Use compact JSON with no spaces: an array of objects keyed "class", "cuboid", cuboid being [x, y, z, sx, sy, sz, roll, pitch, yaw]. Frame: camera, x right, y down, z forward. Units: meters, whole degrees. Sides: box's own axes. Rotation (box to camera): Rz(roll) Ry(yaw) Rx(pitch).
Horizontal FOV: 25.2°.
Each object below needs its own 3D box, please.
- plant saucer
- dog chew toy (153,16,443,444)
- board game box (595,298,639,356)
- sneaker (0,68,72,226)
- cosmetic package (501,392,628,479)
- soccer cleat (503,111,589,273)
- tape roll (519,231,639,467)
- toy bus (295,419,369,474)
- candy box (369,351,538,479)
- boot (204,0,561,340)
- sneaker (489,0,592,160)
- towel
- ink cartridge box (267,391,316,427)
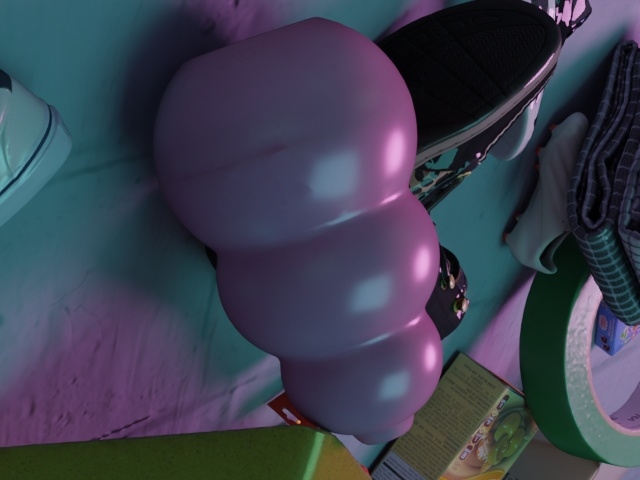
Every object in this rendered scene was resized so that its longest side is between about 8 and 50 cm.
[{"class":"plant saucer","cuboid":[-0.106,0.263,1.255,0.333,0.333,0.081,57,31,-57]},{"class":"dog chew toy","cuboid":[0.000,0.000,1.121,0.206,0.206,0.332,-26,100,-37]},{"class":"board game box","cuboid":[0.460,0.049,2.032,0.160,0.039,0.211,-37,145,-23]},{"class":"sneaker","cuboid":[-0.285,-0.013,0.965,0.258,0.094,0.091,-51,131,-12]},{"class":"cosmetic package","cuboid":[0.278,0.368,1.999,0.309,0.160,0.113,-54,148,0]},{"class":"soccer cleat","cuboid":[0.277,-0.054,1.654,0.068,0.076,0.196,-14,131,-46]},{"class":"tape roll","cuboid":[0.388,0.126,1.842,0.321,0.077,0.321,-5,98,-40]},{"class":"toy bus","cuboid":[0.005,0.299,1.525,0.211,0.220,0.149,-14,136,-54]},{"class":"candy box","cuboid":[0.145,0.308,1.829,0.316,0.087,0.183,-54,149,1]},{"class":"boot","cuboid":[0.087,-0.033,1.366,0.377,0.138,0.284,-43,146,-9]},{"class":"sneaker","cuboid":[0.221,-0.186,1.444,0.121,0.079,0.217,-32,142,-28]},{"class":"towel","cuboid":[0.378,-0.068,1.659,0.235,0.121,0.284,52,49,-50]},{"class":"ink cartridge box","cuboid":[0.005,0.151,1.513,0.115,0.063,0.029,-35,145,-27]}]
